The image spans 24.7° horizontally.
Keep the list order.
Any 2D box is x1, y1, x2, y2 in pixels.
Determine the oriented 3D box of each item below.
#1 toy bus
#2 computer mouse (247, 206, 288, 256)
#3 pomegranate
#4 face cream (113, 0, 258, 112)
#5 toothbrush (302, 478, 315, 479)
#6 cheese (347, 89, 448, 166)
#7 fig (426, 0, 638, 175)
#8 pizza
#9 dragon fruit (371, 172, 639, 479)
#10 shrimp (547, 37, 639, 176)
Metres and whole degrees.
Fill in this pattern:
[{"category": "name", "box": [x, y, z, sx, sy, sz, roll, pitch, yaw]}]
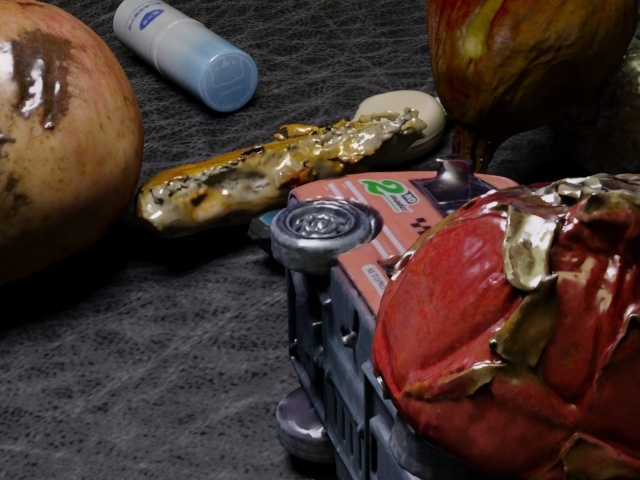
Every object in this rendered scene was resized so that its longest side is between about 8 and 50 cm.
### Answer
[{"category": "toy bus", "box": [0.116, 0.112, 0.993, 0.233, 0.203, 0.427, -10, 32, -15]}, {"category": "computer mouse", "box": [0.000, 0.000, 1.350, 0.135, 0.047, 0.079, -1, 21, 1]}, {"category": "pomegranate", "box": [-0.327, -0.090, 1.364, 0.322, 0.322, 0.322, -7, 32, 4]}, {"category": "face cream", "box": [-0.163, -0.224, 1.725, 0.077, 0.077, 0.250, -24, 34, -22]}, {"category": "toothbrush", "box": [-0.030, 0.255, 0.972, 0.026, 0.028, 0.294, -2, 27, 11]}, {"category": "cheese", "box": [0.097, -0.130, 1.530, 0.092, 0.047, 0.171, 21, 43, 36]}, {"category": "fig", "box": [0.174, -0.144, 1.298, 0.191, 0.190, 0.290, 6, 71, 24]}, {"category": "pizza", "box": [-0.043, -0.068, 1.425, 0.297, 0.071, 0.189, -22, 8, -15]}, {"category": "dragon fruit", "box": [0.142, 0.020, 0.816, 0.224, 0.148, 0.218, -19, 38, -35]}, {"category": "shrimp", "box": [0.240, -0.174, 1.481, 0.116, 0.145, 0.343, -8, 35, -22]}]
